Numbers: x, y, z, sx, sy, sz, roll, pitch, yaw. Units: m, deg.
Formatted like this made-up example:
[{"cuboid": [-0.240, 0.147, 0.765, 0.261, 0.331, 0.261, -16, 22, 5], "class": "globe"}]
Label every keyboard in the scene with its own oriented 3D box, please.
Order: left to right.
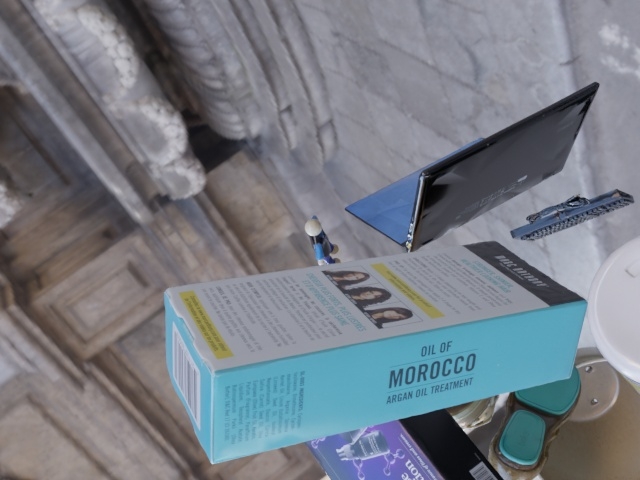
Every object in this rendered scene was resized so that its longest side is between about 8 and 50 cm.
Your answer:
[{"cuboid": [0.638, -0.061, 1.996, 0.201, 0.317, 0.033, 12, -118, -43], "class": "keyboard"}]

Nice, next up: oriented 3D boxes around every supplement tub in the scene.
[{"cuboid": [0.576, 0.145, 1.207, 0.331, 0.241, 0.241, 34, -169, -50], "class": "supplement tub"}]

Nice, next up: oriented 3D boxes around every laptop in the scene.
[{"cuboid": [0.272, -0.170, 1.516, 0.236, 0.382, 0.408, 54, 163, 25], "class": "laptop"}]

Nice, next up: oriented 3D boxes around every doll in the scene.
[{"cuboid": [0.000, 0.000, 1.745, 0.189, 0.046, 0.129, 55, -157, -63], "class": "doll"}]

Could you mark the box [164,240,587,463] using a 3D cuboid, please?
[{"cuboid": [0.035, 0.059, 0.479, 0.100, 0.244, 0.060, -136, 45, -56], "class": "box"}]

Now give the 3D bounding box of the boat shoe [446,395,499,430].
[{"cuboid": [0.290, 0.306, 1.455, 0.098, 0.109, 0.302, 69, -161, 1], "class": "boat shoe"}]

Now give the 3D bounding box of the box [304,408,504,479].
[{"cuboid": [0.109, 0.311, 1.096, 0.261, 0.103, 0.184, 50, 130, 21], "class": "box"}]

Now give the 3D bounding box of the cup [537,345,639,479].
[{"cuboid": [0.577, 0.355, 1.625, 0.331, 0.331, 0.237, 55, -168, -10], "class": "cup"}]

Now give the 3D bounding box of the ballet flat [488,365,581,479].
[{"cuboid": [0.375, 0.337, 1.371, 0.116, 0.342, 0.124, 23, 122, 19], "class": "ballet flat"}]
